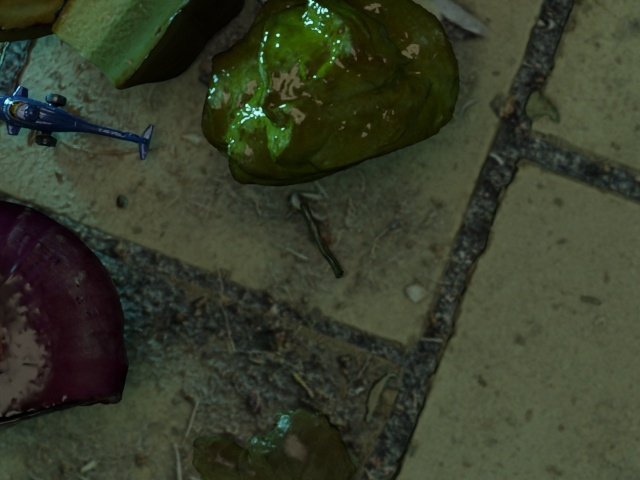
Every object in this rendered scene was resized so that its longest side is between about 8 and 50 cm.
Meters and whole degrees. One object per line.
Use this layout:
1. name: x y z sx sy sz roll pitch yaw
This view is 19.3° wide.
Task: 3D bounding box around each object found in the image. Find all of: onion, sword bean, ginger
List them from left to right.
1. onion: -0.319 0.072 1.789 0.256 0.272 0.230 -11 79 -30
2. ginger: -0.045 0.204 1.826 0.165 0.067 0.096 8 109 7
3. sword bean: 0.000 0.000 1.861 0.012 0.012 0.083 -28 85 4

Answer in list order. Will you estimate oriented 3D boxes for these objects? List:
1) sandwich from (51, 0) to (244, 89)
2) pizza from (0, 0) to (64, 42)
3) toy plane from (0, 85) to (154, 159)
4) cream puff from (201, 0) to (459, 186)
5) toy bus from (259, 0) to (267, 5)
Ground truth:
1. sandwich: -0.134 -0.262 1.803 0.108 0.186 0.220 40 109 7
2. pizza: -0.377 -0.300 1.846 0.323 0.089 0.223 4 75 -26
3. toy plane: -0.251 -0.116 1.873 0.167 0.062 0.054 14 88 -3
4. cream puff: 0.008 -0.142 1.758 0.244 0.244 0.196 4 113 7
5. toy bus: 0.029 -0.265 1.846 0.190 0.064 0.075 -25 90 4
